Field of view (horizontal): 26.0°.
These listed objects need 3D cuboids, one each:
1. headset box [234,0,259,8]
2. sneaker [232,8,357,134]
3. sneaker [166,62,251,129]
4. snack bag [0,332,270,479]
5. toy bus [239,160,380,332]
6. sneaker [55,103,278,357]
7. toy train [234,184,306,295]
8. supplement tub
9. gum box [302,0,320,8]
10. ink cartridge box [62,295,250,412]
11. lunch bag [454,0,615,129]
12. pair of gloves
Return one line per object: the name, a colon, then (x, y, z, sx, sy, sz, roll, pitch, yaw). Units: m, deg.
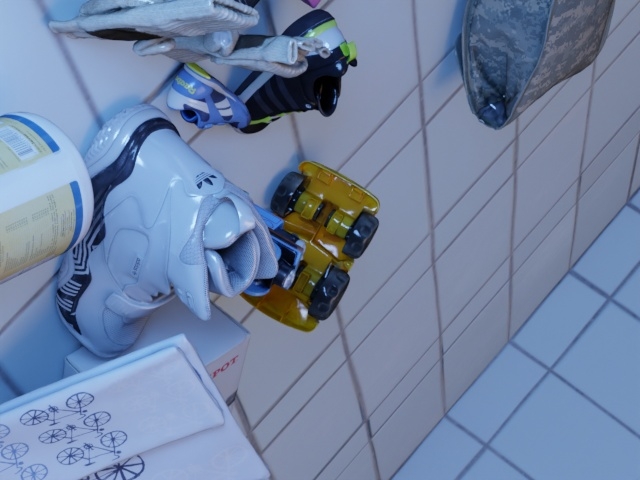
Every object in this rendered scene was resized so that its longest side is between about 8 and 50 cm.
headset box: (-0.054, -0.393, 1.265, 0.283, 0.131, 0.246, -50, 158, -9)
sneaker: (-0.031, -0.172, 1.628, 0.084, 0.097, 0.234, -35, 173, -36)
sneaker: (-0.129, -0.155, 1.582, 0.059, 0.053, 0.144, -54, 150, 1)
snack bag: (-0.256, 0.268, 1.685, 0.323, 0.037, 0.342, -22, 139, 1)
toy bus: (0.000, 0.000, 1.978, 0.220, 0.149, 0.211, -61, 170, 13)
sneaker: (-0.176, 0.039, 1.561, 0.137, 0.210, 0.365, -33, 151, -41)
toy train: (-0.100, -0.007, 1.696, 0.105, 0.184, 0.080, -45, 159, -49)
supplement tub: (-0.322, -0.024, 1.259, 0.200, 0.144, 0.144, -30, 149, -45)
gum box: (0.014, -0.365, 1.538, 0.188, 0.062, 0.107, -52, 159, -2)
ink cartridge box: (-0.232, 0.237, 1.857, 0.223, 0.129, 0.307, -33, 151, -38)
lunch bag: (0.327, -0.327, 2.094, 0.235, 0.169, 0.287, -37, 149, -36)
pair of gloves: (-0.120, -0.194, 1.354, 0.240, 0.204, 0.042, 10, 86, -62)
